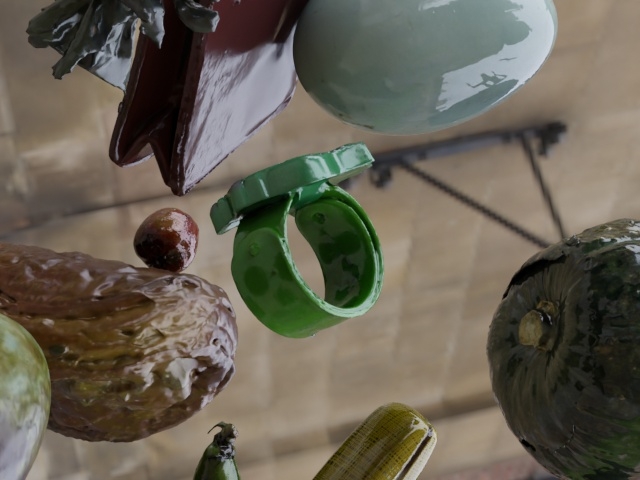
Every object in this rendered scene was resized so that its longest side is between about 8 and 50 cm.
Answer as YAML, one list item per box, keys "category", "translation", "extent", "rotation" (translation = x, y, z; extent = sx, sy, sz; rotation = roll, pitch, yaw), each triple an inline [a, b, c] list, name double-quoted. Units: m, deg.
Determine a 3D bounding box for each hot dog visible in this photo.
- category: "hot dog"
  translation: [-0.285, 0.104, 1.659]
  extent: [0.267, 0.388, 0.174]
  rotation: [67, 36, -57]

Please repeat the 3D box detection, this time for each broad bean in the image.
- category: "broad bean"
  translation: [-0.070, 0.271, 1.254]
  extent: [0.046, 0.065, 0.254]
  rotation: [-33, 113, -65]

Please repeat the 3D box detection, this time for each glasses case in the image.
- category: "glasses case"
  translation: [0.013, 0.241, 1.332]
  extent: [0.064, 0.234, 0.079]
  rotation: [44, -9, -28]

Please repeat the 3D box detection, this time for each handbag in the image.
- category: "handbag"
  translation: [-0.081, -0.203, 1.443]
  extent: [0.084, 0.260, 0.275]
  rotation: [29, -50, 15]

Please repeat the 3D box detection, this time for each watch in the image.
- category: "watch"
  translation: [0.000, 0.000, 1.352]
  extent: [0.131, 0.165, 0.152]
  rotation: [-27, -97, 37]

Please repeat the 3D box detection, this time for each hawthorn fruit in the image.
- category: "hawthorn fruit"
  translation: [-0.167, 0.000, 1.688]
  extent: [0.077, 0.077, 0.077]
  rotation: [168, -90, -80]

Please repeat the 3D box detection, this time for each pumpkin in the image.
- category: "pumpkin"
  translation: [0.334, 0.121, 1.699]
  extent: [0.327, 0.258, 0.291]
  rotation: [129, -35, -47]

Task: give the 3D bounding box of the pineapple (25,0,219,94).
- category: "pineapple"
  translation: [-0.059, -0.200, 0.859]
  extent: [0.169, 0.340, 0.169]
  rotation: [45, 30, -34]

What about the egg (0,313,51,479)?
- category: "egg"
  translation: [-0.365, 0.168, 1.322]
  extent: [0.238, 0.289, 0.238]
  rotation: [28, -45, 33]

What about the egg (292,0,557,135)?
- category: "egg"
  translation: [0.103, -0.198, 1.505]
  extent: [0.183, 0.264, 0.182]
  rotation: [170, -90, -85]
